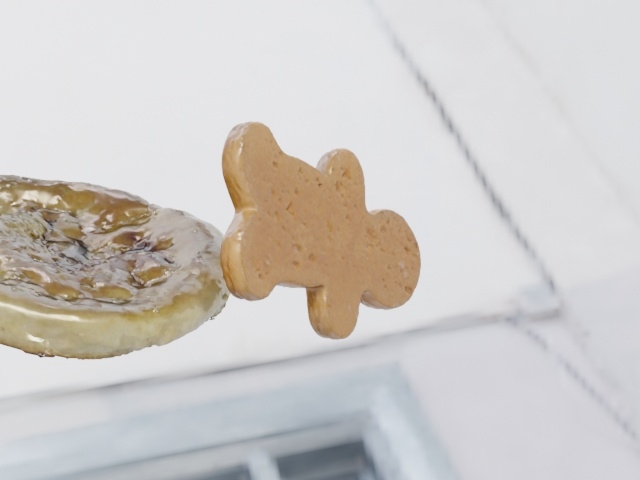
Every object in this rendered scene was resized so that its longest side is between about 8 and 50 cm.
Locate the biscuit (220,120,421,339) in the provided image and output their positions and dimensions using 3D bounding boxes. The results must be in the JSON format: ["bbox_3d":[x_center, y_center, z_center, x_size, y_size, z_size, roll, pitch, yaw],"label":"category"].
[{"bbox_3d":[-0.001,0.000,1.677,0.036,0.250,0.165,-7,-106,38],"label":"biscuit"}]

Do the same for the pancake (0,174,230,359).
[{"bbox_3d":[-0.238,0.006,1.689,0.356,0.356,0.065,-136,-126,-63],"label":"pancake"}]
